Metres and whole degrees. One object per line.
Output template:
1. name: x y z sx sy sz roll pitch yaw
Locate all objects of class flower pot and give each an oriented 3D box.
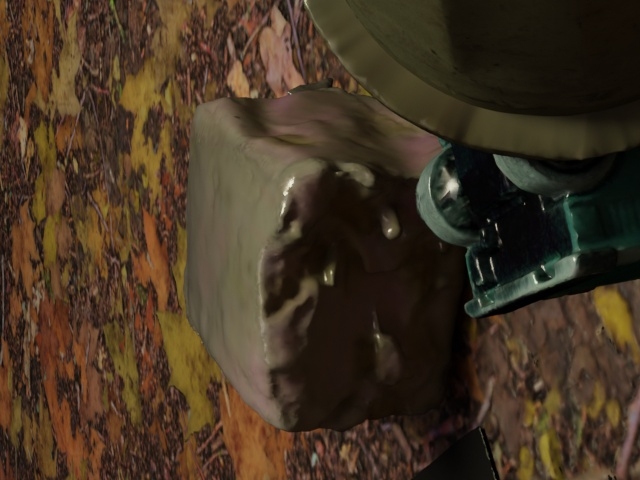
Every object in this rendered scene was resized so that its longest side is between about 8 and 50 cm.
1. flower pot: 0.074 -0.148 0.435 0.202 0.212 0.212 45 -144 -77

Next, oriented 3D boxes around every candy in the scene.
1. candy: 0.000 0.000 0.869 0.195 0.137 0.185 -138 50 -59

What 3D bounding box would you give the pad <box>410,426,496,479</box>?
1. pad: 0.094 0.252 0.850 0.164 0.004 0.243 127 133 -54

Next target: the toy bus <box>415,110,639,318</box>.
1. toy bus: 0.108 -0.107 0.608 0.128 0.147 0.256 142 117 -71
